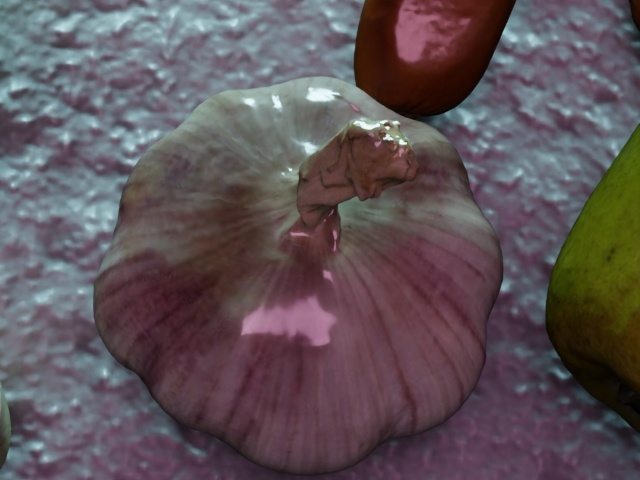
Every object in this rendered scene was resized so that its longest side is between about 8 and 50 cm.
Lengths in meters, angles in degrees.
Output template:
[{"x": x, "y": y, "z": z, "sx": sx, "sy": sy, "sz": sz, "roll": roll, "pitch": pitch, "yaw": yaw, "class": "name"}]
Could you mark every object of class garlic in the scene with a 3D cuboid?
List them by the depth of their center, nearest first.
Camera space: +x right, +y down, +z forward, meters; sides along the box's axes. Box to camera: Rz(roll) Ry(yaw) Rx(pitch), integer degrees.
[{"x": 0.000, "y": 0.000, "z": 0.882, "sx": 0.245, "sy": 0.253, "sz": 0.245, "roll": 4, "pitch": 67, "yaw": -9, "class": "garlic"}]

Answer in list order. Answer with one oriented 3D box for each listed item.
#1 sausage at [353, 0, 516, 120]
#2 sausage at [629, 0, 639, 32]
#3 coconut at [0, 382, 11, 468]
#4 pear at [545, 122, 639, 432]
[{"x": 0.111, "y": -0.235, "z": 0.984, "sx": 0.094, "sy": 0.097, "sz": 0.348, "roll": 21, "pitch": 99, "yaw": -12, "class": "sausage"}, {"x": 0.256, "y": -0.200, "z": 1.041, "sx": 0.089, "sy": 0.089, "sz": 0.179, "roll": 23, "pitch": 67, "yaw": 5, "class": "sausage"}, {"x": -0.240, "y": 0.102, "z": 0.901, "sx": 0.116, "sy": 0.122, "sz": 0.116, "roll": 1, "pitch": 71, "yaw": -2, "class": "coconut"}, {"x": 0.282, "y": -0.003, "z": 0.890, "sx": 0.307, "sy": 0.253, "sz": 0.253, "roll": -42, "pitch": 78, "yaw": -12, "class": "pear"}]
